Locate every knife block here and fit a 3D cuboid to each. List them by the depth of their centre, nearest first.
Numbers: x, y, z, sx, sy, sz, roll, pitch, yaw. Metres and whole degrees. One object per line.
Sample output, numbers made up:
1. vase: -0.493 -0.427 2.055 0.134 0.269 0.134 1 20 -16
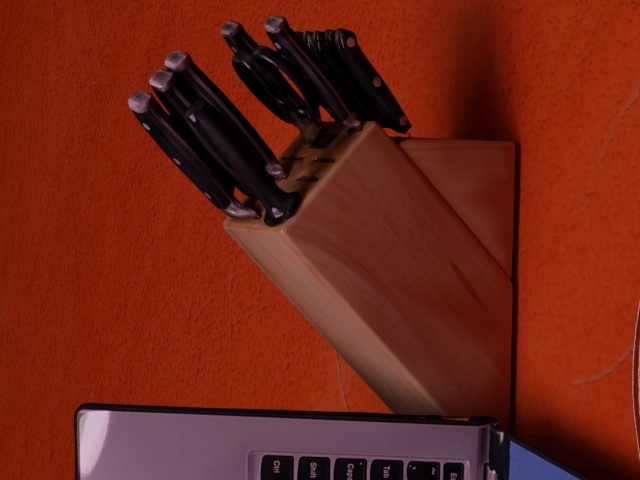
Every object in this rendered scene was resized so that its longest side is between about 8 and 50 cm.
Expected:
1. knife block: 0.000 0.000 1.145 0.088 0.242 0.275 8 99 62

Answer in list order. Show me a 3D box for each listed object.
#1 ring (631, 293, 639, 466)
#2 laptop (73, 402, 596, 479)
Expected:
1. ring: 0.253 0.084 0.900 0.336 0.032 0.336 3 93 63
2. laptop: 0.040 0.317 1.060 0.236 0.408 0.382 -75 -14 -74
